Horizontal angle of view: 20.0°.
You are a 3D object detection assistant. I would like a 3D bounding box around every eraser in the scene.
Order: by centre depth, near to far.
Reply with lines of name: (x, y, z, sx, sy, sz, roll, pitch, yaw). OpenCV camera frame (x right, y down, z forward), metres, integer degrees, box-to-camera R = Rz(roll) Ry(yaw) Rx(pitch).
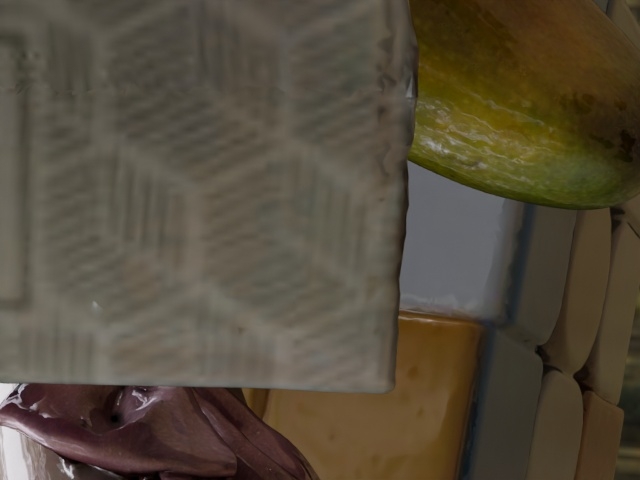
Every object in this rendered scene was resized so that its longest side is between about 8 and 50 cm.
eraser: (-0.184, -0.029, 0.380, 0.098, 0.404, 0.096, -91, 4, -78)

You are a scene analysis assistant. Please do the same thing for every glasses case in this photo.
glasses case: (-0.043, 0.047, 0.498, 0.193, 0.102, 0.070, -116, 19, -58)

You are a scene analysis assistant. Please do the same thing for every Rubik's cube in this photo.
Rubik's cube: (0.000, 0.000, 1.101, 0.347, 0.346, 0.344, 31, -111, -68)

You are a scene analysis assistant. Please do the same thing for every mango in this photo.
mango: (0.029, -0.101, 0.725, 0.111, 0.267, 0.133, -50, -24, 15)
